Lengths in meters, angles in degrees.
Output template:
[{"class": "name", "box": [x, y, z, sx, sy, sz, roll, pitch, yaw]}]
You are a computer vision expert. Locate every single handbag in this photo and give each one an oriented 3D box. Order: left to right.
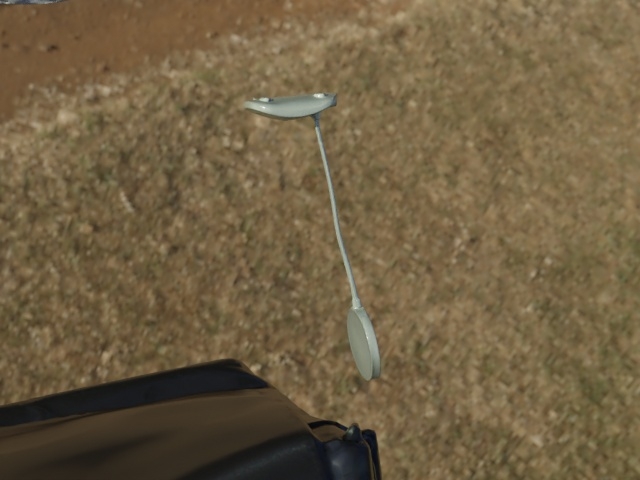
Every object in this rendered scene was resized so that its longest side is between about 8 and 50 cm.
[{"class": "handbag", "box": [-0.111, 0.109, 0.434, 0.247, 0.223, 0.080, -13, 93, -11]}]

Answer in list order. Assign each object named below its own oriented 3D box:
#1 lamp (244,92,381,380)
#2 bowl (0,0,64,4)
[{"class": "lamp", "box": [0.000, 0.000, 0.802, 0.056, 0.198, 0.050, -15, 13, -13]}, {"class": "bowl", "box": [-0.176, -0.284, 0.685, 0.287, 0.287, 0.144, 4, 18, -27]}]
